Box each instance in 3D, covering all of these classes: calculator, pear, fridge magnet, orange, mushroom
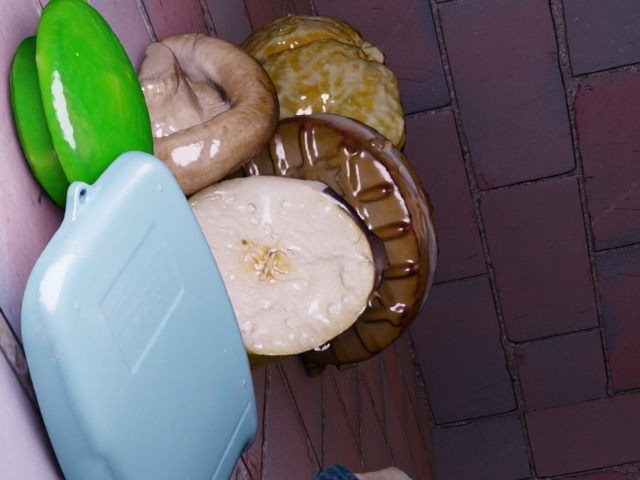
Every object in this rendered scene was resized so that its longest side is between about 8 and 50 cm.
[{"bbox_3d":[-0.140,0.110,0.954,0.256,0.054,0.386,-63,146,-46],"label":"calculator"},{"bbox_3d":[-0.070,0.057,1.321,0.178,0.267,0.266,113,-24,-54],"label":"pear"},{"bbox_3d":[-0.199,-0.105,0.975,0.208,0.088,0.208,-12,90,-82],"label":"fridge magnet"},{"bbox_3d":[-0.041,-0.177,1.621,0.271,0.210,0.368,-62,-140,28],"label":"orange"},{"bbox_3d":[-0.125,-0.157,1.330,0.285,0.151,0.156,-92,169,-49],"label":"mushroom"}]

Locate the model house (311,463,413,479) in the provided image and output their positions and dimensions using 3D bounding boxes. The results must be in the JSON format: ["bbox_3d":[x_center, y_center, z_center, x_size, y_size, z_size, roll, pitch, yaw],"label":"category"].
[{"bbox_3d":[0.034,0.411,1.294,0.298,0.243,0.284,36,10,36],"label":"model house"}]

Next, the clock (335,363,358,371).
[{"bbox_3d":[-0.007,0.096,1.990,0.293,0.071,0.277,77,-7,-58],"label":"clock"}]

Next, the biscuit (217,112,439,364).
[{"bbox_3d":[0.000,0.000,1.443,0.103,0.332,0.332,-28,108,-52],"label":"biscuit"}]

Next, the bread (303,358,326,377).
[{"bbox_3d":[-0.013,0.200,1.979,0.049,0.034,0.088,-76,154,-58],"label":"bread"}]
